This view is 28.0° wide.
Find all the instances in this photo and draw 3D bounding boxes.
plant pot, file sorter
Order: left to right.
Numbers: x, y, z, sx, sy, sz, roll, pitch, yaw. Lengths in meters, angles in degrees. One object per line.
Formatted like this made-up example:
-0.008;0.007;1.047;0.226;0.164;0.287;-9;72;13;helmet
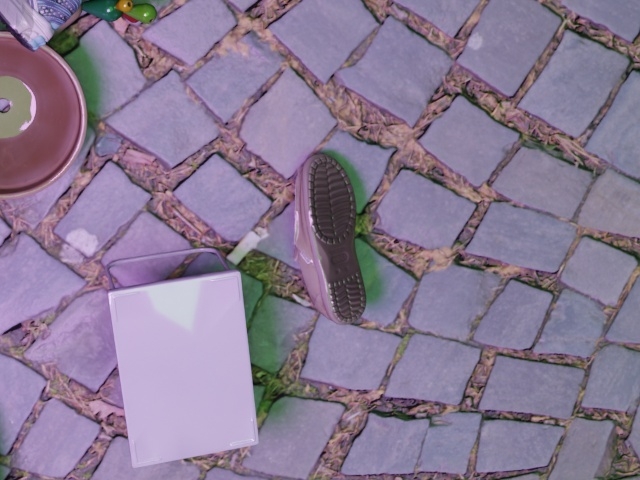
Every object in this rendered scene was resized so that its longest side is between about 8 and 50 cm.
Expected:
-0.455;-0.184;1.831;0.237;0.110;0.237;-4;105;-13;plant pot
-0.217;0.169;1.952;0.193;0.173;0.278;-9;107;-12;file sorter

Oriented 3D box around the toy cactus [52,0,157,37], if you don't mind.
-0.341;-0.370;1.827;0.219;0.112;0.180;37;113;-22;toy cactus

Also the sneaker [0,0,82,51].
-0.430;-0.388;1.749;0.122;0.110;0.283;-38;77;-9;sneaker

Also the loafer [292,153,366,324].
0.000;0.000;2.001;0.102;0.092;0.268;-9;93;-39;loafer
